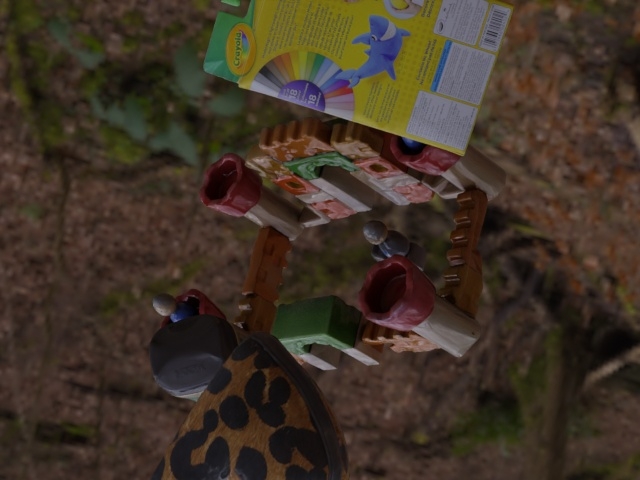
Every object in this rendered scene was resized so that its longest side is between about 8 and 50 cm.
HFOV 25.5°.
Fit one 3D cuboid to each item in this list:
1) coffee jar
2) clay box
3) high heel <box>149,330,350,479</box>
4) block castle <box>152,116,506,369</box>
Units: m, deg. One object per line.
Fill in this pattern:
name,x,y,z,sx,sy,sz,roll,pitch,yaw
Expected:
coffee jar,-0.110,0.138,1.528,0.096,0.079,0.184,-17,158,13
clay box,0.029,-0.162,1.131,0.222,0.127,0.053,18,-168,-2
high heel,-0.096,0.137,0.683,0.261,0.186,0.093,-3,-177,33
block castle,0.000,0.000,1.834,0.453,0.303,0.213,-10,147,44
